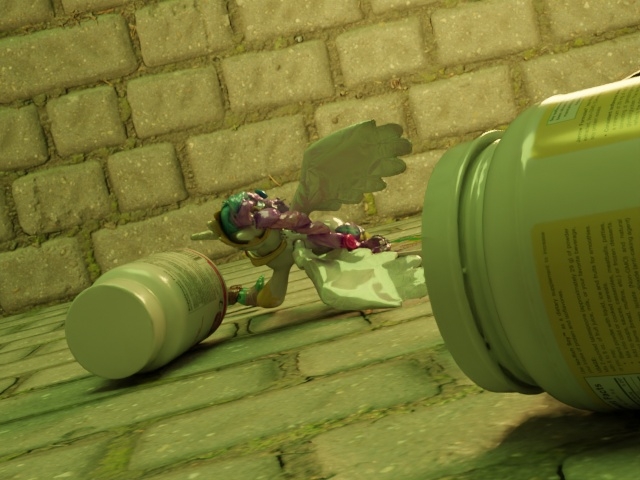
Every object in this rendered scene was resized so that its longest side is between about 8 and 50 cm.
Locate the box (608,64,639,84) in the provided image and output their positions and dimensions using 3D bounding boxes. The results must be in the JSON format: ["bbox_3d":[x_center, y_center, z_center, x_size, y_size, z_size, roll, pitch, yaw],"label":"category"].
[{"bbox_3d":[0.382,-0.097,1.292,0.381,0.191,0.143,-31,2,-10],"label":"box"}]

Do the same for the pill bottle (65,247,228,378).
[{"bbox_3d":[-0.255,0.107,1.484,0.160,0.160,0.283,-13,4,15],"label":"pill bottle"}]

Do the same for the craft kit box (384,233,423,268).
[{"bbox_3d":[0.184,0.027,1.907,0.246,0.061,0.250,-6,8,45],"label":"craft kit box"}]

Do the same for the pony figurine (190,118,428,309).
[{"bbox_3d":[0.000,0.000,1.610,0.351,0.303,0.363,-11,-18,8],"label":"pony figurine"}]

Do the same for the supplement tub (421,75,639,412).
[{"bbox_3d":[0.263,-0.004,0.696,0.331,0.241,0.241,-10,5,37],"label":"supplement tub"}]

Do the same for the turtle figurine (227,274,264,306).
[{"bbox_3d":[-0.225,0.095,1.892,0.234,0.118,0.175,1,19,-2],"label":"turtle figurine"}]
